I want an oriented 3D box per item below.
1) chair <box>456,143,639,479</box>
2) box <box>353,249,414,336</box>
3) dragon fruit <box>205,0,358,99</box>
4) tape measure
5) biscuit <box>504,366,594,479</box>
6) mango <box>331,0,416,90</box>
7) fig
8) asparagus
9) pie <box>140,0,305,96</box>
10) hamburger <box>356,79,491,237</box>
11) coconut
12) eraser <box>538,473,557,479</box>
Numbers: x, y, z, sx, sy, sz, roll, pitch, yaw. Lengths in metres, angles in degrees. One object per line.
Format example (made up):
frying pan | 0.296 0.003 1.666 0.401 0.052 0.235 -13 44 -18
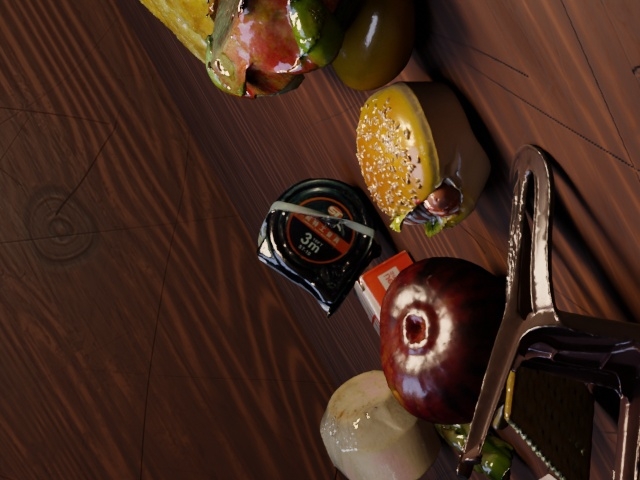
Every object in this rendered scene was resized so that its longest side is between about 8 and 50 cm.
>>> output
chair | 0.248 0.086 1.308 0.175 0.183 0.326 86 -164 -72
box | 0.132 0.124 2.066 0.182 0.099 0.133 58 172 9
dragon fruit | -0.035 -0.274 1.389 0.295 0.130 0.268 118 163 -47
tape measure | 0.003 -0.004 2.106 0.182 0.181 0.107 40 169 11
biscuit | 0.253 0.179 1.468 0.231 0.016 0.139 45 -134 -46
mango | 0.060 -0.225 1.419 0.184 0.085 0.102 118 142 -62
fig | 0.191 0.127 1.657 0.249 0.186 0.203 12 -126 -42
asparagus | 0.243 0.313 2.167 0.287 0.080 0.080 41 160 54
pie | -0.146 -0.363 1.744 0.395 0.180 0.418 49 164 24
hamburger | 0.107 -0.090 1.488 0.173 0.116 0.210 62 170 -2
coconut | 0.119 0.382 2.614 0.241 0.241 0.241 57 170 15
eraser | 0.354 0.395 1.970 0.105 0.026 0.065 62 173 -19
